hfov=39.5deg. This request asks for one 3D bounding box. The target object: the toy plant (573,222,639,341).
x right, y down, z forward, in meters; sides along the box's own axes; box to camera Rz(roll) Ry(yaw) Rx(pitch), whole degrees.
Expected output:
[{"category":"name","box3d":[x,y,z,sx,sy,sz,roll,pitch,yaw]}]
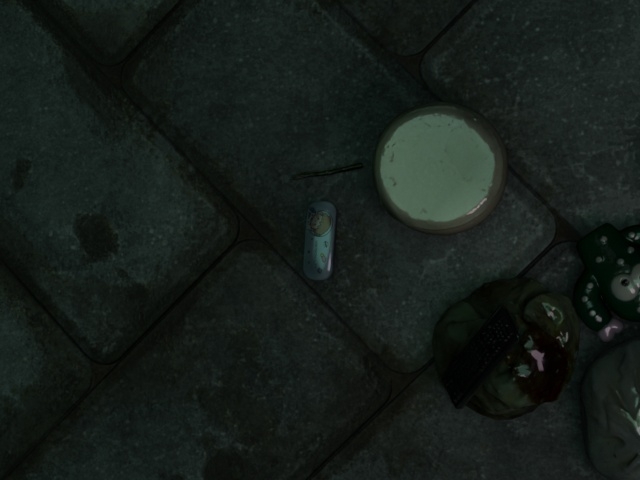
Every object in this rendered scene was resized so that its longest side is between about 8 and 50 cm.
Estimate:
[{"category":"toy plant","box3d":[0.635,0.079,1.835,0.233,0.112,0.243,-10,81,15]}]

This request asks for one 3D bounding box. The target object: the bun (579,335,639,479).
[{"category":"bun","box3d":[0.693,0.355,1.772,0.355,0.194,0.354,0,92,12]}]

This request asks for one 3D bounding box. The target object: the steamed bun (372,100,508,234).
[{"category":"steamed bun","box3d":[0.252,-0.151,1.879,0.283,0.177,0.283,0,92,9]}]

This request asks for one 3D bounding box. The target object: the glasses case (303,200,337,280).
[{"category":"glasses case","box3d":[0.000,0.000,1.989,0.067,0.045,0.178,4,88,10]}]

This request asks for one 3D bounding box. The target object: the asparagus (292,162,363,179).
[{"category":"asparagus","box3d":[0.016,-0.155,2.006,0.163,0.016,0.016,-9,77,12]}]

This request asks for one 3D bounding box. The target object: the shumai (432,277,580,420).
[{"category":"shumai","box3d":[0.376,0.224,1.803,0.304,0.263,0.309,13,91,9]}]

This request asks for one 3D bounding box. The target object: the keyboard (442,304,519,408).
[{"category":"keyboard","box3d":[0.311,0.230,1.752,0.230,0.025,0.093,-60,34,34]}]
